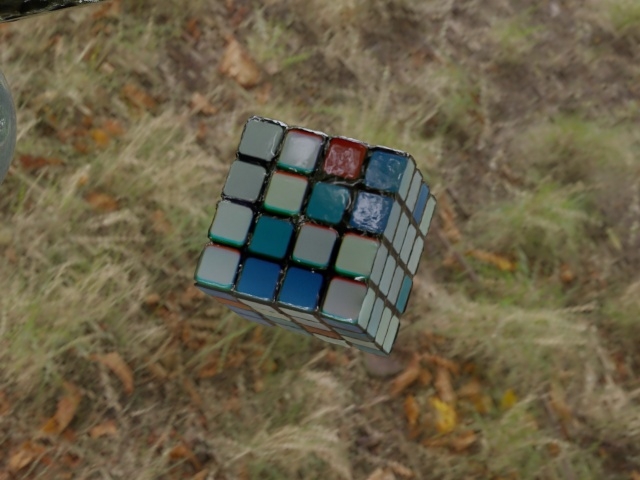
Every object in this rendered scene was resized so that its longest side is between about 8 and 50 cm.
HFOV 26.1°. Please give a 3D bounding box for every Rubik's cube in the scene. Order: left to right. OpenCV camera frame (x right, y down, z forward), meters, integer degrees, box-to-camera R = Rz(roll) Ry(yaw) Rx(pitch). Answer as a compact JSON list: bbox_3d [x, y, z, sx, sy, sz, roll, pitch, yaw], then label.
[{"bbox_3d":[0.000,0.000,1.192,0.151,0.154,0.155,15,80,18],"label":"Rubik's cube"}]

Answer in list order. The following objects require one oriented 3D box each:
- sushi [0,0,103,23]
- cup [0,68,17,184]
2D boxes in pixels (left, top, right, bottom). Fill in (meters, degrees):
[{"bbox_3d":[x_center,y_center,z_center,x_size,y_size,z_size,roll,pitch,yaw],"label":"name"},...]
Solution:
[{"bbox_3d":[-0.269,-0.160,0.800,0.373,0.296,0.099,-18,103,-30],"label":"sushi"},{"bbox_3d":[-0.405,-0.074,1.148,0.205,0.205,0.312,54,32,1],"label":"cup"}]
